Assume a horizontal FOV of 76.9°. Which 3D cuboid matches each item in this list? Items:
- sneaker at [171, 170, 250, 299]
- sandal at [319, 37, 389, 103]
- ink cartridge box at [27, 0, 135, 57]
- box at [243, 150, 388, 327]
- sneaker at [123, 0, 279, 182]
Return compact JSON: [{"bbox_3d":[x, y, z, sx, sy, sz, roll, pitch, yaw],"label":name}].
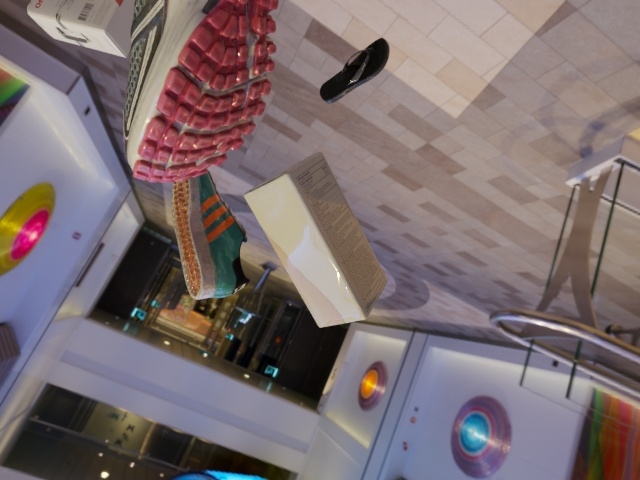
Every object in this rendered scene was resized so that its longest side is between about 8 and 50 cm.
[{"bbox_3d":[-0.220,-0.032,0.817,0.120,0.303,0.108,-1,163,-41],"label":"sneaker"},{"bbox_3d":[0.102,-0.515,1.228,0.054,0.254,0.097,22,-143,-58],"label":"sandal"},{"bbox_3d":[-0.336,-0.340,0.592,0.135,0.100,0.056,19,169,11],"label":"ink cartridge box"},{"bbox_3d":[0.000,0.000,0.800,0.121,0.148,0.311,-19,105,35],"label":"box"},{"bbox_3d":[-0.095,-0.186,0.320,0.111,0.300,0.120,32,-159,19],"label":"sneaker"}]
